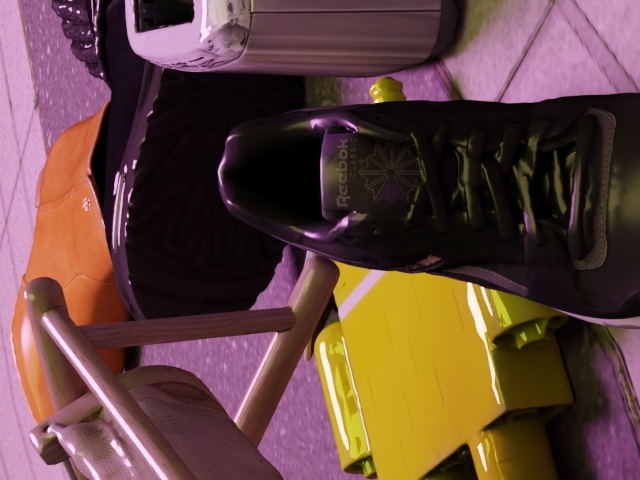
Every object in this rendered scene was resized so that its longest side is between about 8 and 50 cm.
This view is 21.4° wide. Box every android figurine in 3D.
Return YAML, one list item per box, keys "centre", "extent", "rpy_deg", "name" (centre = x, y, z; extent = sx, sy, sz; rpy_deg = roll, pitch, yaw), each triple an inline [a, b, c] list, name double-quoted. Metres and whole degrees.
- centre: [0.061, 0.042, 0.948]
  extent: [0.248, 0.056, 0.273]
  rpy_deg: [131, 130, -58]
  name: "android figurine"

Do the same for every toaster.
- centre: [-0.027, -0.161, 1.003]
  extent: [0.227, 0.146, 0.129]
  rpy_deg: [-169, 78, -66]
  name: "toaster"

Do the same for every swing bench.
- centre: [-0.029, 0.176, 0.770]
  extent: [0.253, 0.165, 0.255]
  rpy_deg: [42, 129, 52]
  name: "swing bench"

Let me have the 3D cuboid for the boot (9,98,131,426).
- centre: [-0.203, 0.034, 1.491]
  extent: [0.211, 0.104, 0.295]
  rpy_deg: [155, 114, -65]
  name: "boot"

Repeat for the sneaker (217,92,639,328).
- centre: [0.067, -0.016, 0.763]
  extent: [0.283, 0.124, 0.107]
  rpy_deg: [1, 89, 47]
  name: "sneaker"

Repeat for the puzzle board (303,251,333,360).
- centre: [0.000, 0.000, 1.072]
  extent: [0.096, 0.011, 0.128]
  rpy_deg: [-63, -22, -70]
  name: "puzzle board"

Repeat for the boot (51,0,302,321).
- centre: [-0.122, -0.111, 1.239]
  extent: [0.260, 0.131, 0.348]
  rpy_deg: [7, 89, 59]
  name: "boot"
